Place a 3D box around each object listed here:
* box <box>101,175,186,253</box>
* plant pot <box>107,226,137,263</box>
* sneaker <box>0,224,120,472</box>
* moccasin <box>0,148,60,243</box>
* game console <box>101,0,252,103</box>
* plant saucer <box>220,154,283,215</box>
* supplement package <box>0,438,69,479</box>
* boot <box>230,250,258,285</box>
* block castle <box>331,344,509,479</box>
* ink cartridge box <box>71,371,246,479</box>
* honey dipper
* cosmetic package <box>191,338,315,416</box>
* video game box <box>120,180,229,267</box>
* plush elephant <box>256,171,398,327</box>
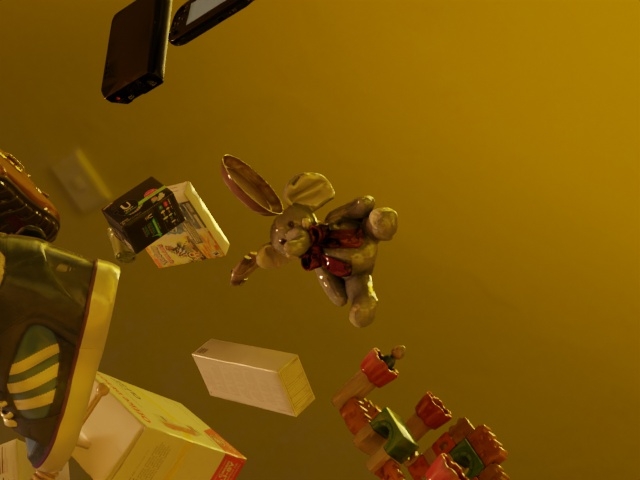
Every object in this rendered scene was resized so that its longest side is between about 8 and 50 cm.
[{"bbox_3d":[-0.233,-0.034,1.284,0.083,0.052,0.062,-37,-137,-20],"label":"box"},{"bbox_3d":[-0.467,0.010,2.328,0.083,0.083,0.079,-27,-133,17],"label":"plant pot"},{"bbox_3d":[-0.389,0.131,1.165,0.130,0.236,0.323,-104,-148,-56],"label":"sneaker"},{"bbox_3d":[-0.525,-0.072,1.567,0.139,0.147,0.380,-29,163,-3],"label":"moccasin"},{"bbox_3d":[-0.239,-0.383,1.672,0.361,0.044,0.213,-23,-129,30],"label":"game console"},{"bbox_3d":[-0.146,-0.107,1.989,0.029,0.168,0.168,-44,-166,16],"label":"plant saucer"},{"bbox_3d":[-0.683,0.555,2.117,0.203,0.194,0.149,-22,-123,12],"label":"supplement package"},{"bbox_3d":[-0.187,0.075,2.512,0.118,0.042,0.087,-6,129,-54],"label":"boot"},{"bbox_3d":[0.242,0.448,2.084,0.213,0.303,0.453,-45,-147,7],"label":"block castle"},{"bbox_3d":[-0.396,0.456,2.213,0.279,0.384,0.160,31,-93,38],"label":"ink cartridge box"},{"bbox_3d":[-0.333,0.260,1.303,0.161,0.030,0.030,-58,-158,-9],"label":"honey dipper"},{"bbox_3d":[-0.123,0.244,1.756,0.239,0.099,0.060,4,-149,44],"label":"cosmetic package"},{"bbox_3d":[-0.337,-0.033,2.226,0.187,0.205,0.048,-9,-139,25],"label":"video game box"},{"bbox_3d":[0.000,0.000,2.199,0.255,0.272,0.330,9,-161,-14],"label":"plush elephant"}]
